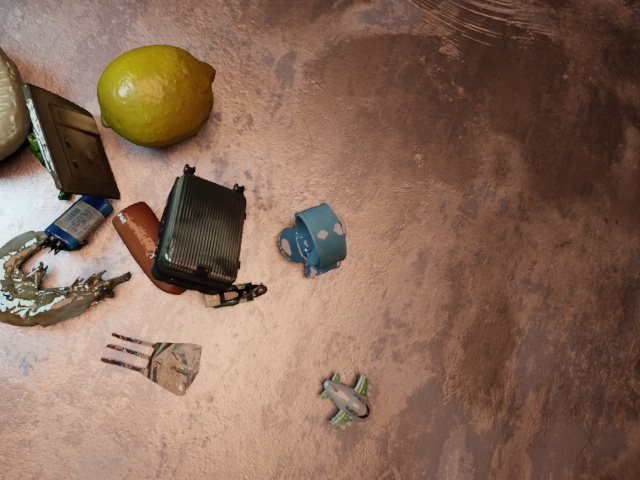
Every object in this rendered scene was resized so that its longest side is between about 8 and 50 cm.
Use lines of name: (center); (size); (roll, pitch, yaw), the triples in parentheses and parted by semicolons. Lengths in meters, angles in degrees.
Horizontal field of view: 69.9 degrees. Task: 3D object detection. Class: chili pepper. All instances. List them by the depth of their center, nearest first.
chili pepper: (-0.677, -0.191, 1.153); (0.050, 0.073, 0.182); (-24, 126, -16)

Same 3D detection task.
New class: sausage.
sausage: (-0.428, 0.029, 1.190); (0.113, 0.113, 0.259); (-34, 92, -17)

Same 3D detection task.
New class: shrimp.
shrimp: (-0.660, 0.089, 1.141); (0.360, 0.085, 0.247); (-5, 78, -13)

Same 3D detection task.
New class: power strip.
power strip: (-0.609, -0.218, 1.108); (0.092, 0.257, 0.251); (-13, 89, 6)

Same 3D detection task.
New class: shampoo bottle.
shampoo bottle: (-0.614, -0.040, 1.147); (0.087, 0.050, 0.183); (30, 56, 4)

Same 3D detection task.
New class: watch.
watch: (0.000, 0.000, 1.269); (0.211, 0.193, 0.211); (2, 82, -13)

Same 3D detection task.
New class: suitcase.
suitcase: (-0.301, -0.026, 1.163); (0.202, 0.128, 0.312); (21, 55, -29)

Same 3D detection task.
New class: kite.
kite: (-0.439, 0.314, 1.202); (0.245, 0.015, 0.141); (22, 77, -16)

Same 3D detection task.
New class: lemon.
lemon: (-0.411, -0.370, 1.173); (0.319, 0.245, 0.245); (-32, 93, -19)

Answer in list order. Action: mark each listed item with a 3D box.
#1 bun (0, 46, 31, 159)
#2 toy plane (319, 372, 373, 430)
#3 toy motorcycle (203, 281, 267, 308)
bun: (-0.869, -0.335, 1.062); (0.359, 0.211, 0.360); (-1, 93, -24)
toy plane: (0.079, 0.453, 1.298); (0.174, 0.080, 0.174); (2, 84, -18)
toy motorcycle: (-0.226, 0.146, 1.238); (0.173, 0.100, 0.058); (-9, 86, -15)
